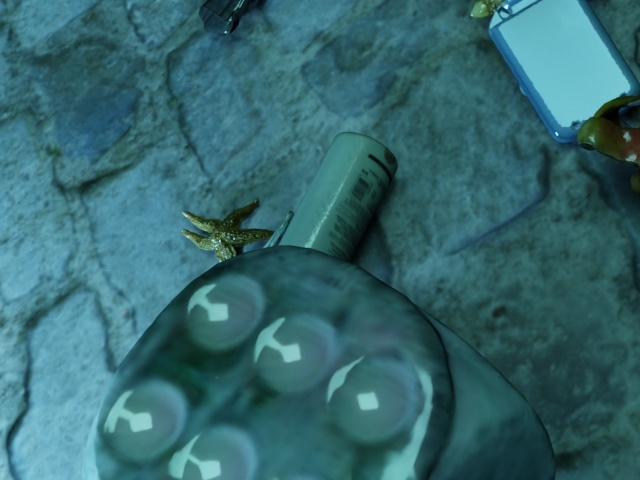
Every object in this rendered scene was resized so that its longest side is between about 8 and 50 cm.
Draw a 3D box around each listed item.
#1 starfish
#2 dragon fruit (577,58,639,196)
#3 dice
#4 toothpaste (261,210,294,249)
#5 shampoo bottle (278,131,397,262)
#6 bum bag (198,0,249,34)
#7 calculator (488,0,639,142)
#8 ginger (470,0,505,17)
[{"bbox_3d":[-0.108,0.005,1.668,0.133,0.041,0.130,-14,57,11],"label":"starfish"},{"bbox_3d":[0.451,-0.146,1.467,0.307,0.227,0.243,10,53,47],"label":"dragon fruit"},{"bbox_3d":[-0.001,0.228,1.307,0.328,0.348,0.330,29,71,33],"label":"dice"},{"bbox_3d":[-0.087,0.062,1.619,0.037,0.062,0.216,29,75,18],"label":"toothpaste"},{"bbox_3d":[0.000,0.000,1.606,0.085,0.085,0.262,16,66,27],"label":"shampoo bottle"},{"bbox_3d":[-0.092,-0.354,1.883,0.198,0.049,0.087,-52,41,-11],"label":"bum bag"},{"bbox_3d":[0.287,-0.211,1.628,0.121,0.039,0.210,-31,79,4],"label":"calculator"},{"bbox_3d":[0.265,-0.338,1.717,0.216,0.102,0.157,-39,82,-13],"label":"ginger"}]
